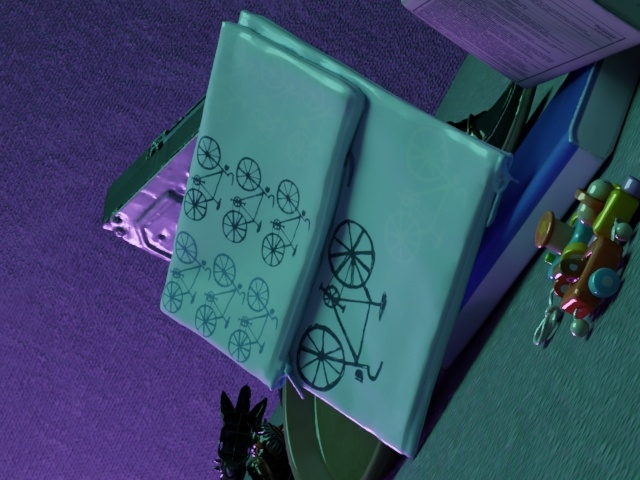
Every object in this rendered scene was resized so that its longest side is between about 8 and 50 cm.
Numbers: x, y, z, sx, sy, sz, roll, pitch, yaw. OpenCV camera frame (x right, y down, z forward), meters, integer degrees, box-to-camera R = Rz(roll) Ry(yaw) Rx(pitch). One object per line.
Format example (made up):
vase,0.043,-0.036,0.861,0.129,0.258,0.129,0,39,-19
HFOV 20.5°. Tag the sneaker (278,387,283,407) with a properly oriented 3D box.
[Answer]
sneaker,0.059,0.118,1.892,0.108,0.100,0.271,-6,-23,-38

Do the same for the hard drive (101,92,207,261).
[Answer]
hard drive,-0.026,-0.020,1.850,0.237,0.339,0.064,-39,33,38

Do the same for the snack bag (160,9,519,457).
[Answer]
snack bag,0.000,0.000,1.616,0.037,0.342,0.323,-12,-54,-48

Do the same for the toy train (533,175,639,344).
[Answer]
toy train,0.171,0.013,1.216,0.125,0.046,0.166,-62,2,-15

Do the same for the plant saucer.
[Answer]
plant saucer,0.032,0.130,1.753,0.278,0.041,0.277,-171,90,-67

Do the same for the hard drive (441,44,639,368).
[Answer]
hard drive,0.192,-0.048,1.590,0.318,0.040,0.210,-60,3,48

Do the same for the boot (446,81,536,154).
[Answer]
boot,0.135,-0.127,2.087,0.236,0.179,0.085,-61,2,37

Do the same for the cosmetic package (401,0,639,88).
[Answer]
cosmetic package,0.193,-0.234,1.475,0.129,0.153,0.296,-57,10,-9

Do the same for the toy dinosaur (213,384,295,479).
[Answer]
toy dinosaur,-0.048,0.301,2.080,0.218,0.164,0.322,99,174,-47
